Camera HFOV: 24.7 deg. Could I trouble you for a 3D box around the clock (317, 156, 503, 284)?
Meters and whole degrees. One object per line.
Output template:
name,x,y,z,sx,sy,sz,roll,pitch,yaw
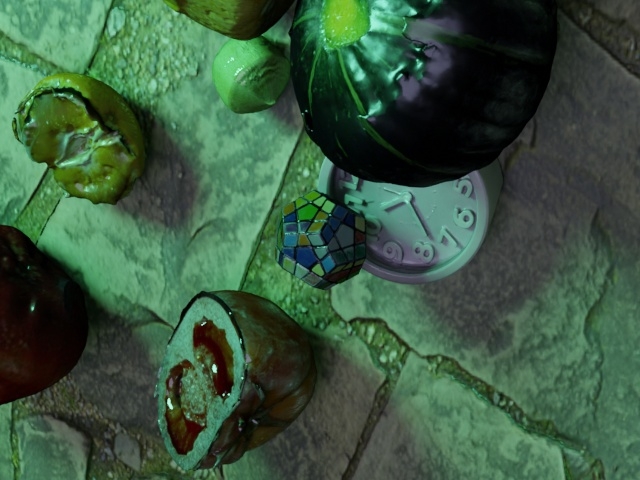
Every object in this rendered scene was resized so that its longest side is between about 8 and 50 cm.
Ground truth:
clock,0.099,-0.053,1.611,0.197,0.068,0.196,9,116,20

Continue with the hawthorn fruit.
hawthorn fruit,-0.415,0.109,1.834,0.230,0.210,0.266,31,136,-8

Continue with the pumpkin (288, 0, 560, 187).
pumpkin,0.114,-0.191,1.444,0.296,0.296,0.295,9,116,19

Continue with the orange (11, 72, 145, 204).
orange,-0.275,-0.126,1.714,0.160,0.112,0.170,20,143,2

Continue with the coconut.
coconut,-0.076,-0.182,1.619,0.088,0.088,0.096,-53,57,32

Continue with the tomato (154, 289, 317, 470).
tomato,-0.086,0.164,1.732,0.214,0.155,0.180,-57,48,36

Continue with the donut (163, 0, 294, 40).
donut,-0.059,-0.321,1.478,0.128,0.208,0.261,37,126,3

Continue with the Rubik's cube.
Rubik's cube,0.000,0.000,1.582,0.111,0.111,0.093,30,95,8
